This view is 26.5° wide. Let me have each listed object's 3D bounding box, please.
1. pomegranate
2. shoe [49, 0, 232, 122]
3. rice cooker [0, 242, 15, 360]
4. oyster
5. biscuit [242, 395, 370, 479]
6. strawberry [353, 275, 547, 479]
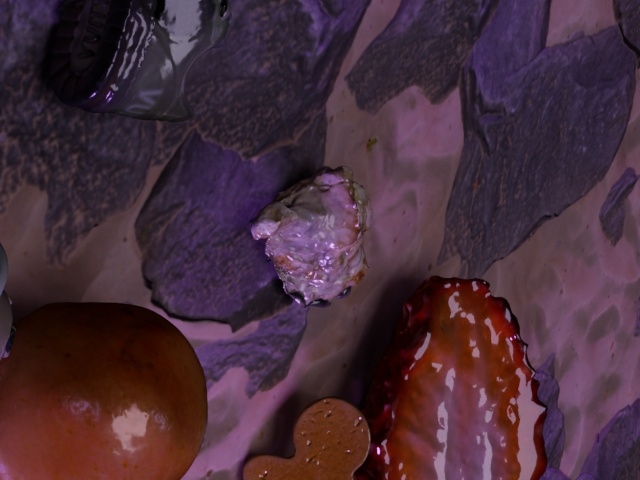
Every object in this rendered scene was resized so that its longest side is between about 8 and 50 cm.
[{"bbox_3d":[-0.195,0.147,1.164,0.209,0.209,0.209,-17,114,-44],"label":"pomegranate"},{"bbox_3d":[-0.129,-0.238,1.192,0.149,0.109,0.292,20,89,-53],"label":"shoe"},{"bbox_3d":[-0.301,0.069,0.935,0.206,0.145,0.127,-50,147,-17],"label":"rice cooker"},{"bbox_3d":[0.000,0.000,1.426,0.191,0.081,0.163,-5,109,-43],"label":"oyster"},{"bbox_3d":[-0.014,0.284,1.463,0.035,0.158,0.240,130,-18,-87],"label":"biscuit"},{"bbox_3d":[0.133,0.208,1.596,0.265,0.149,0.336,1,90,-33],"label":"strawberry"}]
